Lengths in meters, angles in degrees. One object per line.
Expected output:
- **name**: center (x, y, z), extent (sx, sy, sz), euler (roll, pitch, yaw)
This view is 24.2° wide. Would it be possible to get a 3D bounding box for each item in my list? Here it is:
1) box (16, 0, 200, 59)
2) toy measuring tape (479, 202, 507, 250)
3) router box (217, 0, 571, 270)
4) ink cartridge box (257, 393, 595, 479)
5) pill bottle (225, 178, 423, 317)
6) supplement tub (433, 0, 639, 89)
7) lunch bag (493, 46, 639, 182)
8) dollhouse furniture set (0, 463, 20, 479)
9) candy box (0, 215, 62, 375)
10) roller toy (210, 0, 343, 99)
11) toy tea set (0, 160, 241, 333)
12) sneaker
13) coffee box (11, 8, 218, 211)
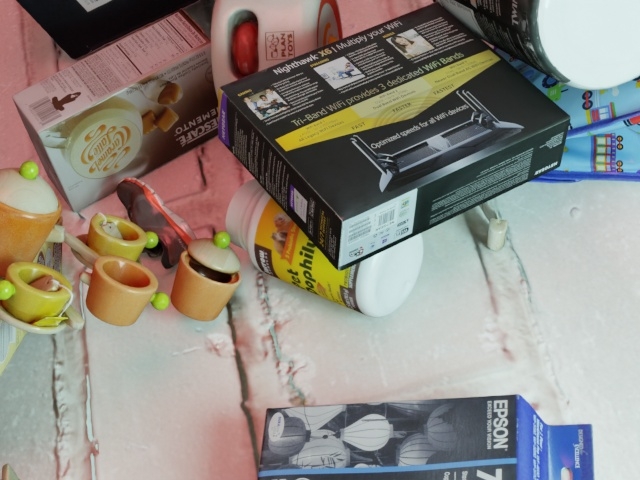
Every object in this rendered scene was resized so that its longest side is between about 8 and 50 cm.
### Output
- **box**: center (-0.261, -0.496, 2.097), extent (0.293, 0.212, 0.395), euler (-20, 41, 29)
- **toy measuring tape**: center (0.097, -0.102, 1.762), extent (0.121, 0.121, 0.330), euler (-25, 55, -8)
- **router box**: center (0.078, -0.124, 1.641), extent (0.308, 0.081, 0.243), euler (-24, 52, -24)
- **ink cartridge box**: center (0.102, 0.236, 1.467), extent (0.332, 0.065, 0.165), euler (-5, 46, 10)
- **pill bottle**: center (0.000, 0.000, 1.679), extent (0.215, 0.117, 0.117), euler (21, 56, 32)
- **supplement tub**: center (0.249, -0.313, 1.705), extent (0.207, 0.207, 0.338), euler (-27, 31, -11)
- **lunch bag**: center (0.303, -0.176, 1.768), extent (0.293, 0.138, 0.221), euler (-6, 48, 23)
- **dollhouse furniture set**: center (-0.425, 0.282, 1.553), extent (0.262, 0.135, 0.259), euler (-10, 57, 7)
- **candy box**: center (-0.411, 0.055, 1.654), extent (0.182, 0.088, 0.316), euler (6, 21, 2)
- **roller toy**: center (-0.045, -0.233, 1.860), extent (0.146, 0.191, 0.209), euler (-1, 47, 14)
- **toy tea set**: center (-0.231, -0.001, 1.620), extent (0.336, 0.124, 0.200), euler (1, 32, -47)
- **sneaker**: center (-0.212, -0.021, 1.801), extent (0.065, 0.061, 0.158), euler (-40, 49, -13)
- **coffee box**: center (-0.243, -0.165, 1.889), extent (0.246, 0.141, 0.098), euler (-29, 46, -14)
